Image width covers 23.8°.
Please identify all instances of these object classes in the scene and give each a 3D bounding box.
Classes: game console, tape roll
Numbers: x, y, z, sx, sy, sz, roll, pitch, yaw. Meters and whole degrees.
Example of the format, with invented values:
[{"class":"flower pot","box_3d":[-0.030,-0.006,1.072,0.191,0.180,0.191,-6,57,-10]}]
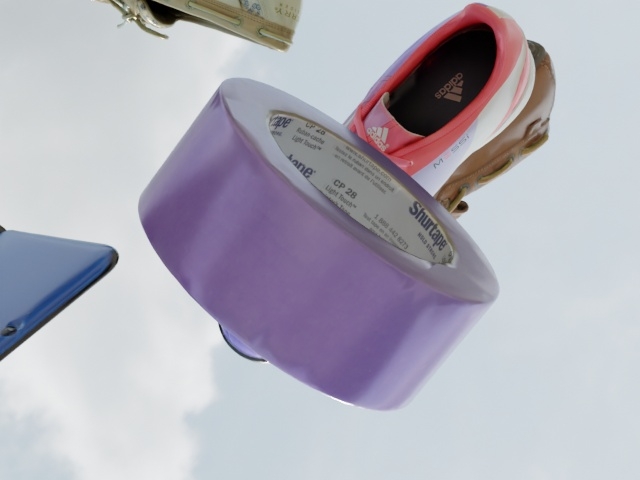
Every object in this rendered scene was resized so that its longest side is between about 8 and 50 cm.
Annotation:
[{"class":"game console","box_3d":[-0.314,0.124,1.203,0.173,0.250,0.293,34,-129,20]},{"class":"tape roll","box_3d":[0.000,0.000,0.826,0.189,0.080,0.189,34,-163,-12]}]

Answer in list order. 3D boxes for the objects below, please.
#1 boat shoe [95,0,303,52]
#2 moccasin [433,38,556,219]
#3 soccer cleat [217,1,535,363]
[{"class":"boat shoe","box_3d":[-0.144,-0.246,1.541,0.104,0.285,0.089,13,-93,-56]},{"class":"moccasin","box_3d":[0.080,-0.052,1.423,0.380,0.139,0.147,-39,-52,-34]},{"class":"soccer cleat","box_3d":[0.031,-0.046,1.108,0.108,0.318,0.116,43,180,16]}]
